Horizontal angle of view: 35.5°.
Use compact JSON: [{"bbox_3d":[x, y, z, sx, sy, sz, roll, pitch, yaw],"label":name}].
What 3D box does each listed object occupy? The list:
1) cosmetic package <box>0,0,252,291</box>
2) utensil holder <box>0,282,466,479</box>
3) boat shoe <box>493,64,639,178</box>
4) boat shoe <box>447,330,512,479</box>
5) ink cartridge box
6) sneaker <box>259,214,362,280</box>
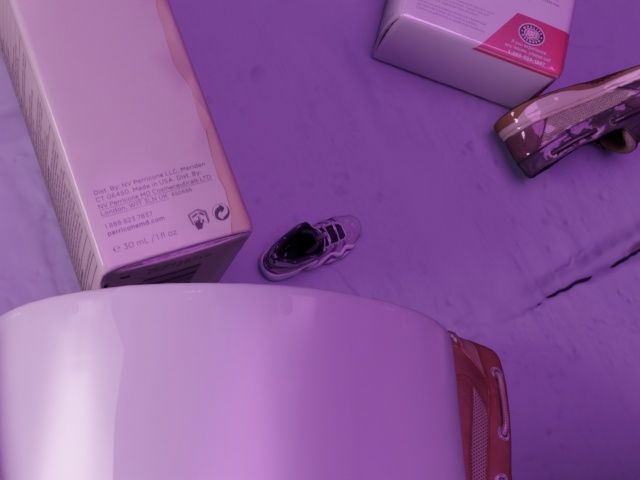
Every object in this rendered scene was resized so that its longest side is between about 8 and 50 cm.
[{"bbox_3d":[-0.166,-0.111,0.759,0.113,0.160,0.309,-16,80,-20],"label":"cosmetic package"},{"bbox_3d":[-0.062,0.250,0.596,0.327,0.327,0.386,4,70,-14],"label":"utensil holder"},{"bbox_3d":[0.270,-0.114,0.926,0.223,0.080,0.073,-18,85,-14],"label":"boat shoe"},{"bbox_3d":[0.106,0.224,0.755,0.116,0.123,0.324,5,76,-24],"label":"boat shoe"},{"bbox_3d":[0.152,-0.253,0.924,0.158,0.092,0.218,19,72,-9],"label":"ink cartridge box"},{"bbox_3d":[0.000,0.000,0.817,0.098,0.069,0.038,-29,83,-21],"label":"sneaker"}]
